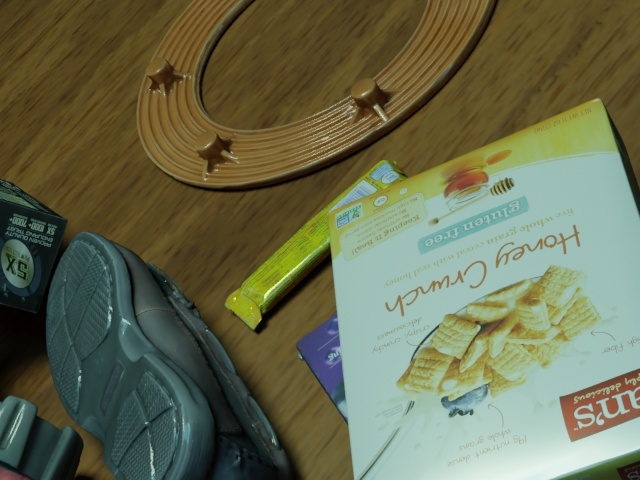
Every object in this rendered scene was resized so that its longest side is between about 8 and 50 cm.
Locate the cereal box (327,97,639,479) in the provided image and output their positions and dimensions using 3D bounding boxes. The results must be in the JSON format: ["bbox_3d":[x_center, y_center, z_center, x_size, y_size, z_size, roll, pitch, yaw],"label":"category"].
[{"bbox_3d":[0.095,0.045,0.816,0.173,0.047,0.240,-23,40,14],"label":"cereal box"}]

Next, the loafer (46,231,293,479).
[{"bbox_3d":[-0.110,0.093,1.083,0.109,0.095,0.302,-63,31,15],"label":"loafer"}]

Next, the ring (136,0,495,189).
[{"bbox_3d":[-0.012,-0.177,1.312,0.336,0.032,0.337,-20,42,19],"label":"ring"}]

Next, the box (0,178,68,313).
[{"bbox_3d":[-0.294,-0.016,1.222,0.180,0.147,0.078,25,97,63],"label":"box"}]

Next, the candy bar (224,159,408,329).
[{"bbox_3d":[0.000,0.000,1.132,0.161,0.018,0.040,-42,42,-8],"label":"candy bar"}]

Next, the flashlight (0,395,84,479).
[{"bbox_3d":[-0.248,0.247,1.001,0.103,0.103,0.304,-12,49,44],"label":"flashlight"}]

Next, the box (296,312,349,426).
[{"bbox_3d":[0.105,0.098,0.881,0.153,0.108,0.207,-37,38,-2],"label":"box"}]
